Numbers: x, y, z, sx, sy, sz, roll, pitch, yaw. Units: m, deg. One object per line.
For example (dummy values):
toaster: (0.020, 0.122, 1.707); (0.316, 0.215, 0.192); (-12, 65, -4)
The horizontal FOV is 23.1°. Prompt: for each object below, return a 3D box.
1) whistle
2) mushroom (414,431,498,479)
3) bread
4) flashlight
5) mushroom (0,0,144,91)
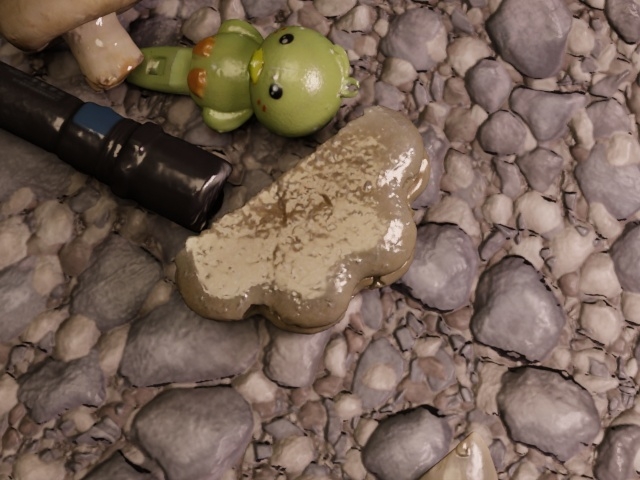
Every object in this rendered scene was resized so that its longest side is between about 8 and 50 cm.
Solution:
whistle: (-0.097, -0.198, 1.859); (0.294, 0.141, 0.141); (8, 73, 7)
mushroom: (0.147, 0.336, 1.697); (0.108, 0.096, 0.247); (-6, 77, 1)
bread: (-0.002, -0.003, 1.808); (0.337, 0.102, 0.183); (-37, 74, -8)
flashlight: (-0.306, -0.134, 1.870); (0.424, 0.103, 0.103); (25, 75, 11)
mushroom: (-0.285, -0.273, 1.875); (0.204, 0.204, 0.204); (-1, 72, 3)
